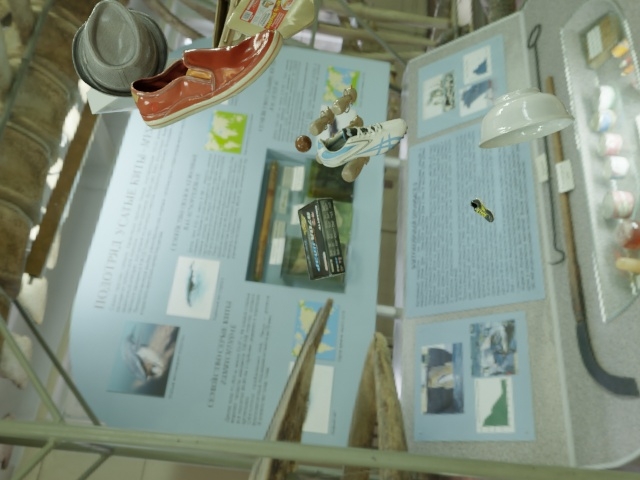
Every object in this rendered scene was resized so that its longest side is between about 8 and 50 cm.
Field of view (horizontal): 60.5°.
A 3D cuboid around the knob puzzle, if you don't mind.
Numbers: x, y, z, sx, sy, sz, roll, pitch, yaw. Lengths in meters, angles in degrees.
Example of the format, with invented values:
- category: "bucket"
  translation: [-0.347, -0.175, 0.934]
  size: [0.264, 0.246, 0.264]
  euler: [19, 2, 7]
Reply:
- category: "knob puzzle"
  translation: [-0.095, -0.535, 1.278]
  size: [0.030, 0.213, 0.213]
  euler: [49, -134, -70]

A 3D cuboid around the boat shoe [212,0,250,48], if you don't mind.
- category: "boat shoe"
  translation: [-0.213, -0.631, 1.365]
  size: [0.122, 0.110, 0.341]
  euler: [39, 130, 51]

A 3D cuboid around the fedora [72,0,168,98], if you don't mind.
- category: "fedora"
  translation: [-0.517, -0.505, 1.394]
  size: [0.124, 0.244, 0.275]
  euler: [117, 146, -75]

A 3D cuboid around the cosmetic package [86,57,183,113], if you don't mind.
- category: "cosmetic package"
  translation: [-0.659, -0.578, 2.060]
  size: [0.377, 0.284, 0.097]
  euler: [-9, 97, 45]

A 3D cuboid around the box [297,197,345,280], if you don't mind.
- category: "box"
  translation: [0.000, 0.000, 1.591]
  size: [0.175, 0.051, 0.220]
  euler: [160, 101, -68]

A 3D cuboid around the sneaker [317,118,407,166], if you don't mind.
- category: "sneaker"
  translation: [0.106, -0.257, 1.390]
  size: [0.086, 0.237, 0.085]
  euler: [65, -174, -49]

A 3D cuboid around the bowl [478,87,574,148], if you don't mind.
- category: "bowl"
  translation: [0.643, -0.401, 1.762]
  size: [0.298, 0.298, 0.134]
  euler: [135, 123, -83]

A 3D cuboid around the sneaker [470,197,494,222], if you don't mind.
- category: "sneaker"
  translation: [0.433, -0.078, 1.479]
  size: [0.083, 0.035, 0.031]
  euler: [57, 145, 31]

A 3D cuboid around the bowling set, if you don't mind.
- category: "bowling set"
  translation: [0.032, -0.332, 1.678]
  size: [0.154, 0.200, 0.286]
  euler: [-52, -36, -44]

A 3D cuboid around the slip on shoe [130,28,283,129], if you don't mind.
- category: "slip on shoe"
  translation: [-0.226, -0.333, 1.083]
  size: [0.123, 0.331, 0.101]
  euler: [-101, -16, -47]
